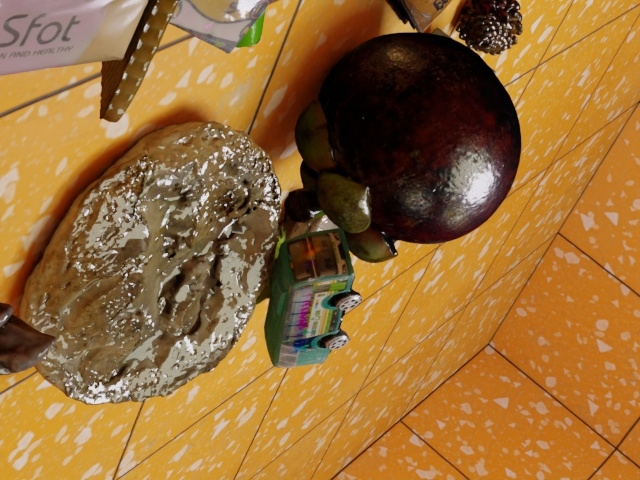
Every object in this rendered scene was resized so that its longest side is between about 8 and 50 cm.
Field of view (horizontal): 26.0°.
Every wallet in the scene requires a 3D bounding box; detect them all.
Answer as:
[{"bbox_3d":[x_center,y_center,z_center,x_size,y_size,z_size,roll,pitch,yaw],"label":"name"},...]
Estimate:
[{"bbox_3d":[0.168,-0.376,1.842,0.195,0.042,0.161,-50,163,1],"label":"wallet"}]

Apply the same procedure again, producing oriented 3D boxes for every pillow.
[{"bbox_3d":[0.000,0.000,2.148,0.173,0.067,0.270,-56,169,16],"label":"pillow"}]

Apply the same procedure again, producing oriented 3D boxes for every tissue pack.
[{"bbox_3d":[-0.089,-0.266,1.320,0.155,0.065,0.115,-48,147,16],"label":"tissue pack"},{"bbox_3d":[-0.230,-0.219,1.022,0.257,0.123,0.215,-17,145,-49],"label":"tissue pack"}]

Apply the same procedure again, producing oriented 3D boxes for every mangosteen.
[{"bbox_3d":[0.110,-0.122,1.807,0.300,0.300,0.300,-45,162,-18],"label":"mangosteen"}]

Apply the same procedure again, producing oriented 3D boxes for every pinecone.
[{"bbox_3d":[0.261,-0.330,2.101,0.109,0.102,0.102,-45,166,-54],"label":"pinecone"}]

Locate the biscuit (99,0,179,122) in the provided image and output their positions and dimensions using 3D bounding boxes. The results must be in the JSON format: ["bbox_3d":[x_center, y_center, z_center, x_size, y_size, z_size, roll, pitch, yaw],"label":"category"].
[{"bbox_3d":[-0.135,-0.241,1.190,0.172,0.029,0.254,-99,-148,-51],"label":"biscuit"}]

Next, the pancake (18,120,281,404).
[{"bbox_3d":[-0.192,0.029,1.636,0.387,0.082,0.386,-32,140,-31],"label":"pancake"}]

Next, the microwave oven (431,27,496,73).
[{"bbox_3d":[0.173,-0.199,2.092,0.162,0.122,0.208,-47,164,-12],"label":"microwave oven"}]

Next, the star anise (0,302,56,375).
[{"bbox_3d":[-0.378,0.103,1.348,0.212,0.129,0.282,-25,151,-19],"label":"star anise"}]

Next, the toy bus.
[{"bbox_3d":[-0.014,0.082,1.831,0.109,0.091,0.261,-9,150,-13],"label":"toy bus"}]

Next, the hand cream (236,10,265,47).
[{"bbox_3d":[-0.069,-0.312,1.385,0.275,0.050,0.079,102,5,-49],"label":"hand cream"}]

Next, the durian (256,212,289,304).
[{"bbox_3d":[-0.107,0.029,1.890,0.107,0.132,0.375,-24,-177,33],"label":"durian"}]
